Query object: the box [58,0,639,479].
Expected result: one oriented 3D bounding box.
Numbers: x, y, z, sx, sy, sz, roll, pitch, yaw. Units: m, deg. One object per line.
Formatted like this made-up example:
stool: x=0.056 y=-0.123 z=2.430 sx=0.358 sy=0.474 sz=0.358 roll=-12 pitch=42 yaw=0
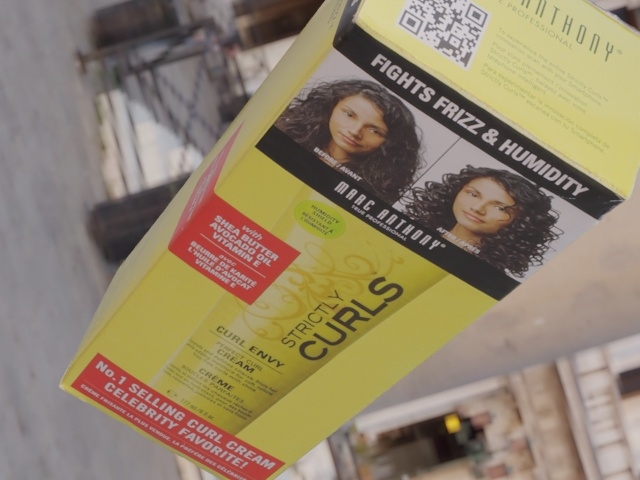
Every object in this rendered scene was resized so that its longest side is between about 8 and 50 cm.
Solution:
box: x=0.000 y=0.000 z=0.478 sx=0.232 sy=0.087 sz=0.058 roll=-44 pitch=-163 yaw=52
